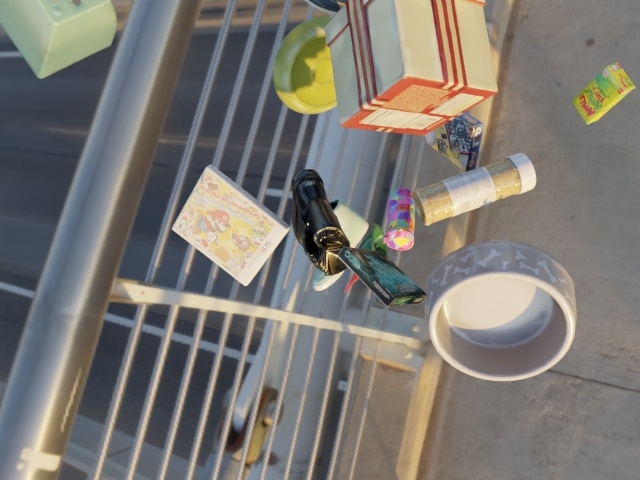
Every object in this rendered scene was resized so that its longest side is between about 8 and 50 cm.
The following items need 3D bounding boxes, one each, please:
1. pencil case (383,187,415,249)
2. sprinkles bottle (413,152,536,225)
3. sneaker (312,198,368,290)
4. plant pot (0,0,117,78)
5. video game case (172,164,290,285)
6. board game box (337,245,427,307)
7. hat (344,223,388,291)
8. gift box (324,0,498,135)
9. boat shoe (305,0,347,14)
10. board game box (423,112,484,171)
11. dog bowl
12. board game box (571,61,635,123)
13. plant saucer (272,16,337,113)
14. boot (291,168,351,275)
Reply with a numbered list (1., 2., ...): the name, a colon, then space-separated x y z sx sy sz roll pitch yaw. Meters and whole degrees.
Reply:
1. pencil case: 0.274 -0.075 1.798 0.104 0.104 0.236 -11 40 22
2. sprinkles bottle: 0.471 -0.158 1.619 0.355 0.121 0.121 -19 69 -1
3. sneaker: 0.016 0.005 1.472 0.094 0.151 0.256 1 54 56
4. plant pot: -0.469 -0.419 0.935 0.165 0.165 0.234 -38 23 -23
5. video game case: -0.210 -0.029 1.206 0.227 0.026 0.206 38 123 -1
6. board game box: 0.114 0.064 0.942 0.126 0.186 0.026 45 105 22
7. hat: 0.140 0.054 1.954 0.184 0.173 0.208 -12 60 24
8. gift box: 0.177 -0.366 1.027 0.255 0.276 0.258 -20 75 54
9. boat shoe: -0.019 -0.667 1.337 0.254 0.079 0.095 35 56 5
10. board game box: 0.436 -0.358 1.747 0.042 0.165 0.243 -18 42 -19
11. dog bowl: 0.402 0.173 1.191 0.349 0.102 0.348 7 121 11
12. board game box: 0.853 -0.443 1.594 0.043 0.181 0.092 -23 76 -14
13. plant saucer: 0.002 -0.413 1.275 0.241 0.241 0.037 -44 45 9
14. boot: 0.000 0.000 1.111 0.094 0.246 0.207 -13 49 -5
